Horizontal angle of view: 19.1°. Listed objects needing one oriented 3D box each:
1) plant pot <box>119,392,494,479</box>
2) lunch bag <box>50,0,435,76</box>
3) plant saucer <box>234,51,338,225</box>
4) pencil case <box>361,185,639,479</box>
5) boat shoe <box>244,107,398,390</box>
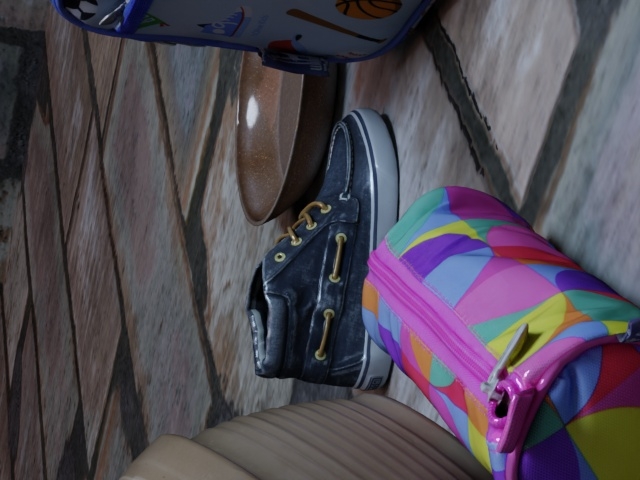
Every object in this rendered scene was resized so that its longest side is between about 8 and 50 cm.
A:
[{"bbox_3d":[0.029,0.147,0.877,0.110,0.237,0.237,-50,8,-16],"label":"plant pot"},{"bbox_3d":[-0.036,-0.201,1.075,0.303,0.243,0.115,129,143,-62],"label":"lunch bag"},{"bbox_3d":[-0.023,-0.108,1.384,0.198,0.036,0.199,-175,90,-74],"label":"plant saucer"},{"bbox_3d":[0.087,0.048,0.825,0.236,0.104,0.104,-133,50,-71],"label":"pencil case"},{"bbox_3d":[0.000,0.000,1.177,0.065,0.083,0.183,133,140,-65],"label":"boat shoe"}]
